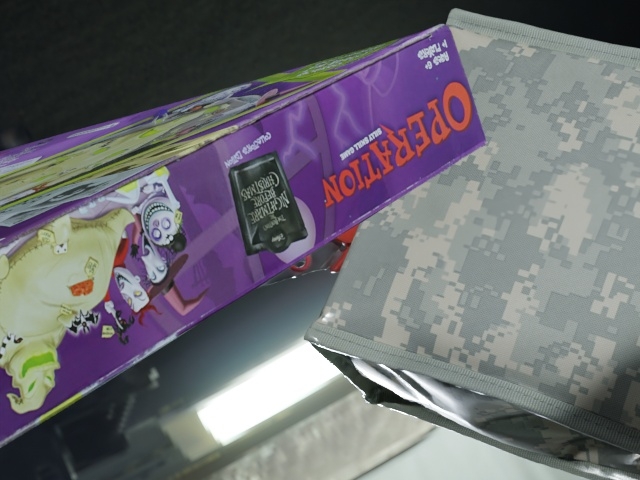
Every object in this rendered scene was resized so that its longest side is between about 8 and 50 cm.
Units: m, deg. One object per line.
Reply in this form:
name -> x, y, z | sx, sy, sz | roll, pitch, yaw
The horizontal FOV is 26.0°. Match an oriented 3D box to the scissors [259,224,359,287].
scissors -> 0.000, 0.000, 1.033 | 0.297, 0.109, 0.021 | -4, 5, -1

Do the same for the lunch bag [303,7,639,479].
lunch bag -> 0.178, 0.018, 0.814 | 0.235, 0.287, 0.169 | -66, -27, -14

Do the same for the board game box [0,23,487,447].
board game box -> -0.138, 0.009, 0.481 | 0.347, 0.056, 0.208 | -9, 21, 45
